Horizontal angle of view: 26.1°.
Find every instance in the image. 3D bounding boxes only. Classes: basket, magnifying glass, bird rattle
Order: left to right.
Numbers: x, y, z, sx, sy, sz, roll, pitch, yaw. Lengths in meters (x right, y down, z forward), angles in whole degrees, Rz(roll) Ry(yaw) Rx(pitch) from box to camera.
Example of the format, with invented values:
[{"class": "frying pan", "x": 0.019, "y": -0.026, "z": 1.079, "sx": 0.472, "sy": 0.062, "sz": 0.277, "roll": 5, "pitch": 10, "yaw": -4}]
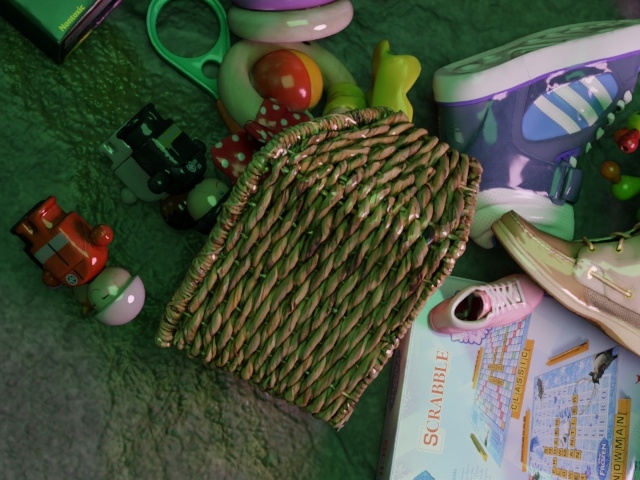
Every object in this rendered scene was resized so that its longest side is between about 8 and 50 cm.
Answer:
[{"class": "magnifying glass", "x": -0.118, "y": -0.182, "z": 1.548, "sx": 0.092, "sy": 0.026, "sz": 0.231, "roll": -28, "pitch": 89, "yaw": -13}, {"class": "bird rattle", "x": -0.028, "y": -0.139, "z": 1.499, "sx": 0.253, "sy": 0.143, "sz": 0.207, "roll": -26, "pitch": 63, "yaw": -29}, {"class": "basket", "x": 0.000, "y": 0.000, "z": 1.410, "sx": 0.223, "sy": 0.299, "sz": 0.213, "roll": 26, "pitch": 37, "yaw": -5}]

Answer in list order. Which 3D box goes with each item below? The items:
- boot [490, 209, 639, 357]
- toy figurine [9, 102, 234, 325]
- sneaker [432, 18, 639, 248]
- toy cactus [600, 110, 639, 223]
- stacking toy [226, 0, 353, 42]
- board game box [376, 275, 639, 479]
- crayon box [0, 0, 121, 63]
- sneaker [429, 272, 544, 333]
[{"class": "boot", "x": 0.334, "y": -0.005, "z": 1.468, "sx": 0.262, "sy": 0.095, "sz": 0.203, "roll": 34, "pitch": 106, "yaw": -8}, {"class": "toy figurine", "x": -0.200, "y": -0.020, "z": 1.419, "sx": 0.213, "sy": 0.209, "sz": 0.148, "roll": -46, "pitch": 100, "yaw": -14}, {"class": "sneaker", "x": 0.273, "y": -0.112, "z": 1.578, "sx": 0.323, "sy": 0.130, "sz": 0.236, "roll": -20, "pitch": 107, "yaw": -27}, {"class": "toy cactus", "x": 0.399, "y": -0.092, "z": 1.568, "sx": 0.219, "sy": 0.112, "sz": 0.180, "roll": 48, "pitch": 51, "yaw": -35}, {"class": "stacking toy", "x": -0.042, "y": -0.384, "z": 1.461, "sx": 0.141, "sy": 0.141, "sz": 0.330, "roll": -9, "pitch": 113, "yaw": -11}, {"class": "board game box", "x": 0.230, "y": 0.215, "z": 1.540, "sx": 0.318, "sy": 0.066, "sz": 0.318, "roll": 11, "pitch": 80, "yaw": -9}, {"class": "crayon box", "x": -0.283, "y": -0.432, "z": 1.506, "sx": 0.313, "sy": 0.106, "sz": 0.363, "roll": 41, "pitch": 78, "yaw": -3}, {"class": "sneaker", "x": 0.188, "y": 0.067, "z": 1.483, "sx": 0.134, "sy": 0.070, "sz": 0.051, "roll": -16, "pitch": 83, "yaw": -14}]
